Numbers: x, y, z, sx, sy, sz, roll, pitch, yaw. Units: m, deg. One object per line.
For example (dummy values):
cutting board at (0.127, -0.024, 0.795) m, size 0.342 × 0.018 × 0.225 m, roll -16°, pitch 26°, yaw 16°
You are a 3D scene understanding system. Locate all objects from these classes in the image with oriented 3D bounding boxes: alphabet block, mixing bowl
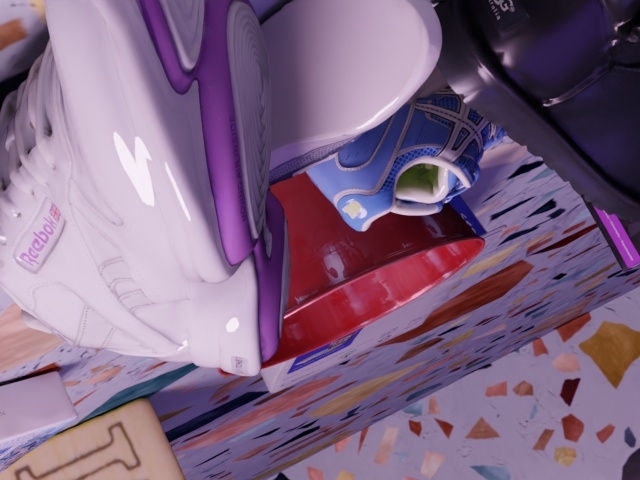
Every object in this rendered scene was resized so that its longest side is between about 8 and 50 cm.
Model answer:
alphabet block at (-0.218, 0.291, 1.561) m, size 0.193 × 0.197 × 0.192 m, roll -23°, pitch 169°, yaw -17°
mixing bowl at (0.000, 0.000, 0.992) m, size 0.181 × 0.098 × 0.181 m, roll -25°, pitch 169°, yaw -5°

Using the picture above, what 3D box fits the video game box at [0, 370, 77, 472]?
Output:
video game box at (-0.313, 0.173, 1.204) m, size 0.187 × 0.048 × 0.205 m, roll -33°, pitch 167°, yaw 39°

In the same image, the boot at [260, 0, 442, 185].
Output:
boot at (-0.003, -0.073, 0.775) m, size 0.190 × 0.069 × 0.086 m, roll -25°, pitch 179°, yaw 39°

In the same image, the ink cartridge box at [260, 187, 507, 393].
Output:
ink cartridge box at (0.035, 0.040, 1.335) m, size 0.165 × 0.065 × 0.332 m, roll -23°, pitch 169°, yaw -15°

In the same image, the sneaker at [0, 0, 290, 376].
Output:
sneaker at (-0.092, -0.021, 0.653) m, size 0.152 × 0.114 × 0.305 m, roll 3°, pitch 152°, yaw 3°

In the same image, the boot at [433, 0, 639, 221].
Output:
boot at (0.200, -0.112, 0.844) m, size 0.207 × 0.094 × 0.246 m, roll -30°, pitch 147°, yaw 26°

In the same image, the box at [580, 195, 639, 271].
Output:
box at (0.267, -0.059, 1.270) m, size 0.029 × 0.116 × 0.162 m, roll -20°, pitch 167°, yaw -35°

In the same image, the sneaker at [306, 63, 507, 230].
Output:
sneaker at (0.061, -0.056, 0.921) m, size 0.211 × 0.081 × 0.080 m, roll -17°, pitch 164°, yaw -44°
